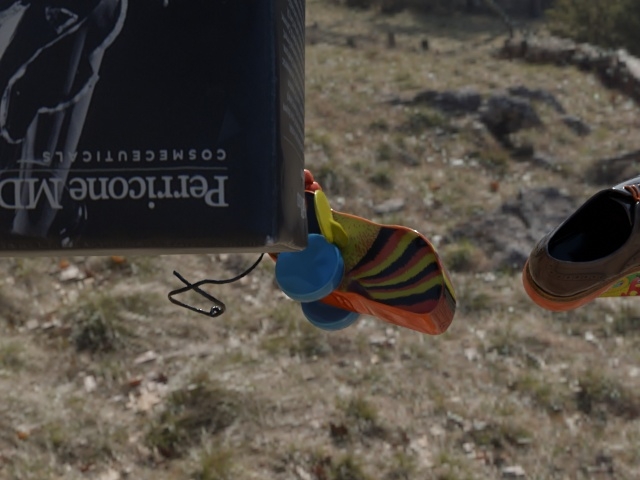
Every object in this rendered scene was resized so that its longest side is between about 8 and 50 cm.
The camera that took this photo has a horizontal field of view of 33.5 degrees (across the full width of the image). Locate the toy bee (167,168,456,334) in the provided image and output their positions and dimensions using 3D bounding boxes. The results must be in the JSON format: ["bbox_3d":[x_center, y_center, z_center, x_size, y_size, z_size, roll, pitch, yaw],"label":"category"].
[{"bbox_3d":[0.000,0.000,1.097,0.298,0.195,0.162,13,68,5],"label":"toy bee"}]

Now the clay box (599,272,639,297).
[{"bbox_3d":[0.518,0.031,1.694,0.222,0.053,0.127,-3,35,-10],"label":"clay box"}]

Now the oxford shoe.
[{"bbox_3d":[0.334,-0.023,1.095,0.271,0.098,0.097,-33,66,-12],"label":"oxford shoe"}]

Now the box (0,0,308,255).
[{"bbox_3d":[-0.179,-0.146,0.495,0.343,0.313,0.179,-1,0,3],"label":"box"}]
